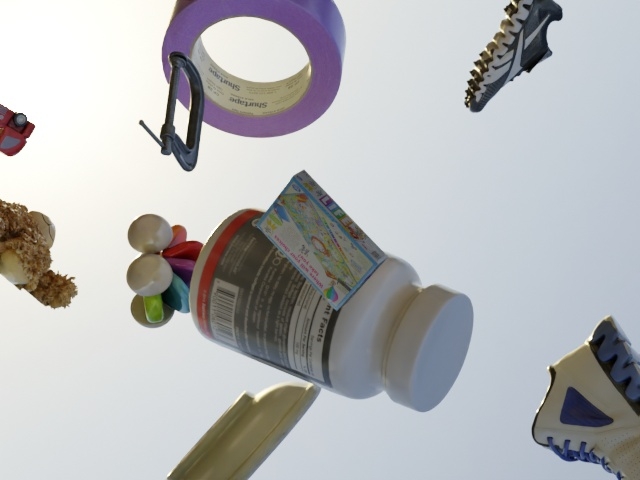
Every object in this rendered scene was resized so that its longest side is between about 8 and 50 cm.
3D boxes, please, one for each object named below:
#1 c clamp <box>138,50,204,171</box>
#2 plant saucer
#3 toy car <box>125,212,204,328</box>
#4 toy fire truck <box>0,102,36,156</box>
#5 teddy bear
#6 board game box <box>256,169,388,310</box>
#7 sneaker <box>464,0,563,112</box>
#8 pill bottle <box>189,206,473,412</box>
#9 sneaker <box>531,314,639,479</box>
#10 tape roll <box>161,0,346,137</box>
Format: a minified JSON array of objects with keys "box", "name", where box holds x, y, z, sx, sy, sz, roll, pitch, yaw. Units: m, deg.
[{"box":[-0.161,-0.152,1.571,0.022,0.137,0.161,-7,-127,17],"name":"c clamp"},{"box":[-0.163,0.368,2.376,0.400,0.100,0.400,-47,179,-1],"name":"plant saucer"},{"box":[-0.249,0.051,2.272,0.159,0.136,0.182,95,-7,-55],"name":"toy car"},{"box":[-0.492,-0.149,1.832,0.135,0.192,0.047,-60,-156,-6],"name":"toy fire truck"},{"box":[-0.471,-0.004,2.131,0.113,0.245,0.338,-47,167,-6],"name":"teddy bear"},{"box":[0.000,0.000,1.731,0.026,0.154,0.103,-34,168,-49],"name":"board game box"},{"box":[0.319,-0.300,2.235,0.078,0.106,0.234,-97,-149,-66],"name":"sneaker"},{"box":[0.015,0.099,1.924,0.362,0.210,0.210,20,-121,27],"name":"pill bottle"},{"box":[0.399,0.279,1.897,0.182,0.127,0.316,-32,-120,16],"name":"sneaker"},{"box":[-0.100,-0.289,2.091,0.274,0.275,0.090,-33,-148,31],"name":"tape roll"}]
